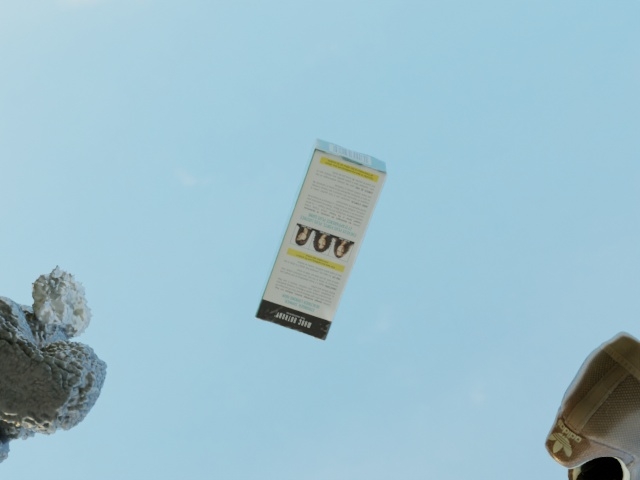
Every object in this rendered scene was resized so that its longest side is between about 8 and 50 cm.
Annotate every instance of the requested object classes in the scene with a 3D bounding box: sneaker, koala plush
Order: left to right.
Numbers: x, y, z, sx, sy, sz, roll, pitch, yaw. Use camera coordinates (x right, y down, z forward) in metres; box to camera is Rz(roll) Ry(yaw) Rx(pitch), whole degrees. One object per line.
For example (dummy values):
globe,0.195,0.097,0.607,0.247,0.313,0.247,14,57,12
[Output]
koala plush,-0.277,0.108,1.149,0.196,0.203,0.221,-51,176,13
sneaker,0.157,0.108,0.703,0.071,0.188,0.066,-43,-127,-3

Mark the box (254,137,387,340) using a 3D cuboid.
box,0.000,0.000,1.766,0.060,0.100,0.244,-88,-163,-71
